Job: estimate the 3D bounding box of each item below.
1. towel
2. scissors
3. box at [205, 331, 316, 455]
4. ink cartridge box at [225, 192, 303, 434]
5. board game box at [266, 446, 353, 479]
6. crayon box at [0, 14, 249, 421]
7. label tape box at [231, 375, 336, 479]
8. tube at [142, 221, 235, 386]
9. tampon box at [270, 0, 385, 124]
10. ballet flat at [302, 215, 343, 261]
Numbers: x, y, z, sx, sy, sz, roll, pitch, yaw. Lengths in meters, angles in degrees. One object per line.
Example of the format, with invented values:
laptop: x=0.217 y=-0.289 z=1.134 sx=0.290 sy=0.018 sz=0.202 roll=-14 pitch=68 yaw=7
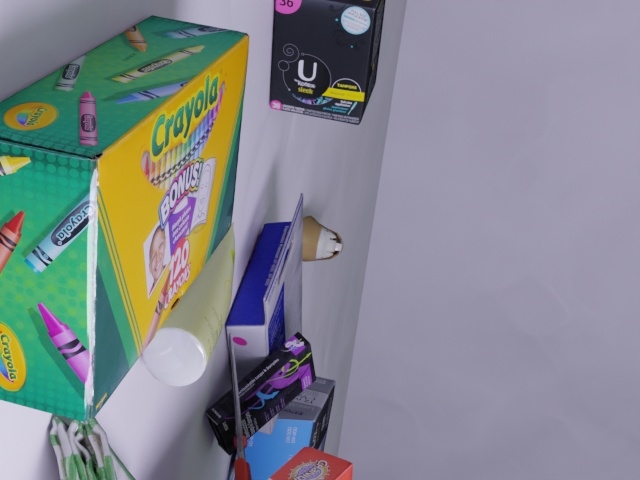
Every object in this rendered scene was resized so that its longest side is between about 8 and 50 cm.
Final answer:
towel: x=-0.123 y=0.311 z=0.712 sx=0.248 sy=0.038 sz=0.325 roll=90 pitch=-22 yaw=-61
scissors: x=-0.089 y=0.248 z=1.081 sx=0.109 sy=0.021 sz=0.297 roll=75 pitch=9 yaw=-78
box: x=-0.075 y=0.205 z=1.249 sx=0.162 sy=0.029 sz=0.116 roll=-38 pitch=153 yaw=-18
ink cartridge box: x=-0.072 y=0.109 z=1.315 sx=0.371 sy=0.069 sz=0.176 roll=96 pitch=10 yaw=-53
board game box: x=-0.055 y=0.411 z=0.977 sx=0.242 sy=0.064 sz=0.317 roll=-29 pitch=125 yaw=-54
crayon box: x=-0.128 y=-0.034 z=0.621 sx=0.278 sy=0.081 sz=0.165 roll=-63 pitch=164 yaw=-62
label tape box: x=-0.069 y=0.389 z=1.590 sx=0.348 sy=0.115 sz=0.249 roll=-47 pitch=148 yaw=-78
tube: x=-0.116 y=0.062 z=0.959 sx=0.070 sy=0.062 sz=0.240 roll=-38 pitch=-168 yaw=18
tampon box: x=0.010 y=-0.244 z=1.162 sx=0.101 sy=0.120 sz=0.161 roll=-71 pitch=169 yaw=-49
ballet flat: x=0.000 y=0.000 z=1.642 sx=0.232 sy=0.073 sz=0.080 roll=-8 pitch=109 yaw=-82
